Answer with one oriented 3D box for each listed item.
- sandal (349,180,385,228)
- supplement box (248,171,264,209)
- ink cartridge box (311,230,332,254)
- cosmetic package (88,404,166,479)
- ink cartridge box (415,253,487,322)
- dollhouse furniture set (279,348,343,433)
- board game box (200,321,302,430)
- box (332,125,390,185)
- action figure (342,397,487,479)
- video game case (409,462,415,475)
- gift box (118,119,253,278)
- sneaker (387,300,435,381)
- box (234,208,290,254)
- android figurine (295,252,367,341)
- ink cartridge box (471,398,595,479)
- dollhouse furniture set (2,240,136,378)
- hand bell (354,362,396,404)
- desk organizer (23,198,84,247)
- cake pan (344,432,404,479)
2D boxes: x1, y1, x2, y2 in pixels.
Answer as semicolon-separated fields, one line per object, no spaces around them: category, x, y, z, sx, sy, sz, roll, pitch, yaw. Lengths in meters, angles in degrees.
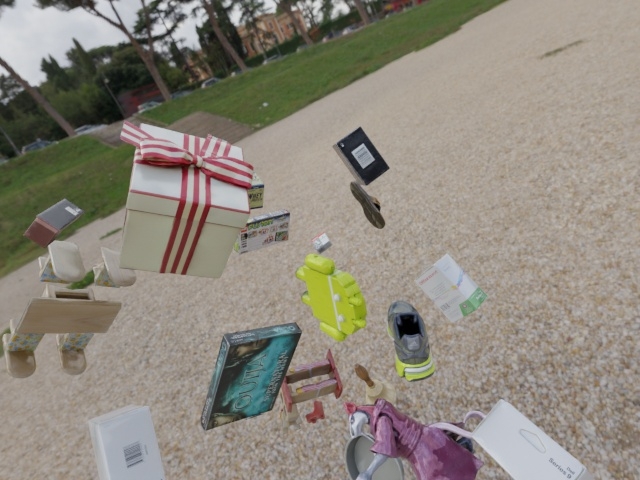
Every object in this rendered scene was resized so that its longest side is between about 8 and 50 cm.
sandal;0.194;-0.146;1.618;0.060;0.219;0.090;-31;-7;-21
supplement box;-0.214;-0.152;1.266;0.056;0.083;0.083;-12;43;-26
ink cartridge box;0.000;0.000;1.597;0.063;0.029;0.115;-37;33;5
cosmetic package;-0.566;0.611;1.193;0.138;0.223;0.225;-11;-11;-37
ink cartridge box;0.477;0.176;1.523;0.093;0.212;0.154;-36;-12;-33
dollhouse furniture set;-0.056;0.578;1.560;0.202;0.374;0.152;-9;52;-16
board game box;-0.112;0.216;0.654;0.126;0.186;0.026;-2;33;-37
box;0.121;-0.259;1.278;0.093;0.156;0.158;-36;9;3
action figure;0.224;0.498;1.038;0.275;0.370;0.248;-57;-4;4
video game case;0.386;0.917;1.679;0.011;0.122;0.087;-23;7;-20
gift box;-0.306;-0.104;0.898;0.258;0.255;0.276;-57;39;39
sneaker;0.231;0.225;1.071;0.111;0.121;0.300;-8;19;3
box;-0.199;-0.032;1.424;0.207;0.114;0.036;-17;36;-37
android figurine;0.028;0.156;1.114;0.056;0.248;0.273;-23;25;-30
ink cartridge box;0.509;0.526;0.959;0.121;0.289;0.211;-47;35;-4
dollhouse furniture set;-0.703;0.213;1.016;0.362;0.394;0.256;-53;53;18
hand bell;0.182;0.521;1.519;0.126;0.242;0.126;-20;37;16
desk organizer;-0.533;-0.037;0.830;0.050;0.047;0.130;-48;20;9
cake pan;0.232;0.959;1.750;0.293;0.293;0.054;-8;-3;41
